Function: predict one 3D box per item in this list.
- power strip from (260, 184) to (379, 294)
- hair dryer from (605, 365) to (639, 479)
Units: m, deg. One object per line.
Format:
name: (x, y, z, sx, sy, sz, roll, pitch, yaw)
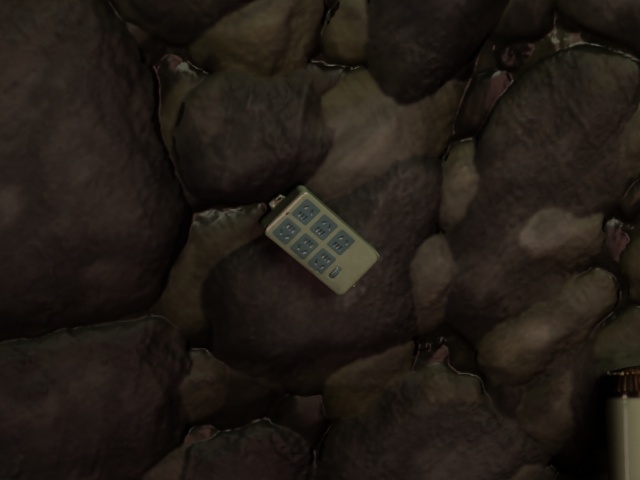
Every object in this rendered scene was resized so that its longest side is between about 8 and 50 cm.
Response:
power strip: (0.000, 0.000, 1.092, 0.040, 0.016, 0.090, -44, 123, 8)
hair dryer: (0.239, 0.248, 1.191, 0.128, 0.203, 0.362, -2, 82, 12)
